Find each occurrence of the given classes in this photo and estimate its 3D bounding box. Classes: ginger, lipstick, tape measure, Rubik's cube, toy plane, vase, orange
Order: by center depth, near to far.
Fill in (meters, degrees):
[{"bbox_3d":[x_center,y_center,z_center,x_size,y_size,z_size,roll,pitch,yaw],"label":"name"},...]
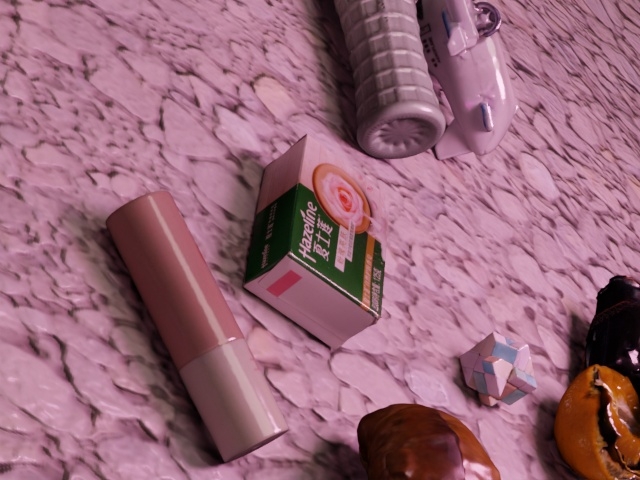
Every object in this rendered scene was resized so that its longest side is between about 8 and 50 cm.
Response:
[{"bbox_3d":[0.092,0.283,1.277,0.172,0.165,0.321,8,38,10],"label":"ginger"},{"bbox_3d":[-0.116,0.079,1.279,0.070,0.070,0.254,-12,71,-54],"label":"lipstick"},{"bbox_3d":[0.213,0.157,1.613,0.075,0.084,0.073,15,44,-23],"label":"Rubik's cube"},{"bbox_3d":[0.345,0.235,1.678,0.170,0.112,0.160,40,27,-61],"label":"orange"},{"bbox_3d":[0.080,-0.256,1.760,0.143,0.143,0.299,20,49,-41],"label":"vase"},{"bbox_3d":[0.448,0.179,1.829,0.223,0.135,0.202,45,38,-24],"label":"tape measure"},{"bbox_3d":[0.194,-0.245,1.851,0.267,0.123,0.267,-11,90,-84],"label":"toy plane"}]

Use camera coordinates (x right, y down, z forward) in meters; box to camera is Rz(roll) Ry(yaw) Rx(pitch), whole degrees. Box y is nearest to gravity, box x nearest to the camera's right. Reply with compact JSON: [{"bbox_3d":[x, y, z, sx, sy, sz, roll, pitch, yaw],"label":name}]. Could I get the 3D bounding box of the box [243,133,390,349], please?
[{"bbox_3d":[0.000,0.000,1.486,0.135,0.081,0.199,36,36,-26],"label":"box"}]
